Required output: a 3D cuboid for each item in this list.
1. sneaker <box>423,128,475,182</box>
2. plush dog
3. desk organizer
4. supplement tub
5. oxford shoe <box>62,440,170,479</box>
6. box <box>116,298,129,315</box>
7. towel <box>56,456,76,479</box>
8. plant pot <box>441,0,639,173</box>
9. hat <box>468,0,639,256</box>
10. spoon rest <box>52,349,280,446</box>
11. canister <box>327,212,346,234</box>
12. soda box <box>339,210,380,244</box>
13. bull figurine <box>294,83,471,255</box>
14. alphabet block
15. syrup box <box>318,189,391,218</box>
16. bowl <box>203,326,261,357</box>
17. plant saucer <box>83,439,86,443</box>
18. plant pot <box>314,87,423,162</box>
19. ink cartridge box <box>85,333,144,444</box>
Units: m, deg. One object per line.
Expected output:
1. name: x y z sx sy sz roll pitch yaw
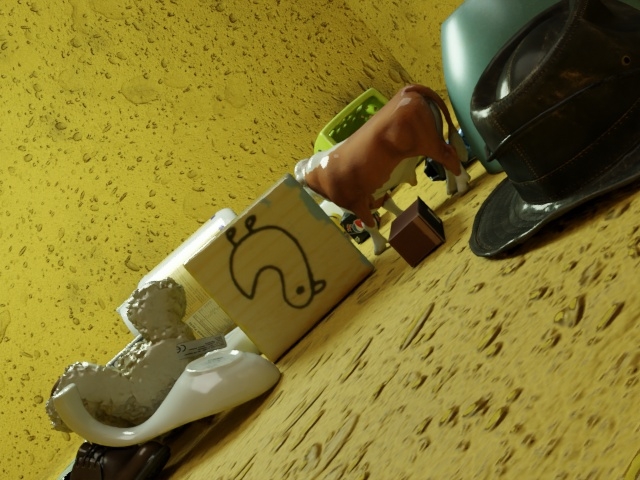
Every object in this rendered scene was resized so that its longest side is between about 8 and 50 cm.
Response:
1. sneaker: 0.222 -0.144 1.201 0.085 0.058 0.152 -37 -3 -28
2. plush dog: -0.236 0.218 1.084 0.262 0.211 0.225 -54 -10 -25
3. desk organizer: 0.118 -0.013 0.910 0.050 0.047 0.130 -43 4 14
4. supplement tub: -0.253 0.115 1.650 0.331 0.241 0.241 -42 4 -3
5. oxford shoe: -0.276 0.300 0.954 0.227 0.096 0.083 -36 5 37
6. box: -0.323 0.165 1.829 0.262 0.231 0.127 -42 2 -4
7. towel: -0.506 0.471 1.721 0.248 0.038 0.325 -42 6 14
8. plant pot: 0.273 -0.255 0.968 0.290 0.195 0.290 -41 4 3
9. hat: 0.224 -0.139 0.653 0.331 0.134 0.331 -42 3 3
10. spoon rest: -0.183 0.197 0.912 0.277 0.084 0.137 -11 8 7
11. canister: 0.000 0.000 1.682 0.126 0.073 0.170 -40 3 13
12. soda box: 0.080 -0.043 1.470 0.053 0.060 0.169 -42 5 12
13. bull figurine: 0.086 -0.099 1.106 0.310 0.188 0.101 -37 5 44
14. alphabet block: -0.069 0.040 1.096 0.197 0.192 0.193 -43 2 -9
15. syrup box: 0.050 -0.072 1.801 0.237 0.096 0.093 -38 6 35
16. bowl: -0.155 0.195 1.219 0.142 0.053 0.142 -47 6 -39
17. plant saucer: -0.389 0.331 1.457 0.278 0.041 0.278 -46 23 27
18. plant pot: 0.114 -0.220 1.939 0.227 0.228 0.207 -44 -3 -28
19. ink cartridge box: -0.309 0.264 1.222 0.208 0.045 0.206 -45 -31 -31
